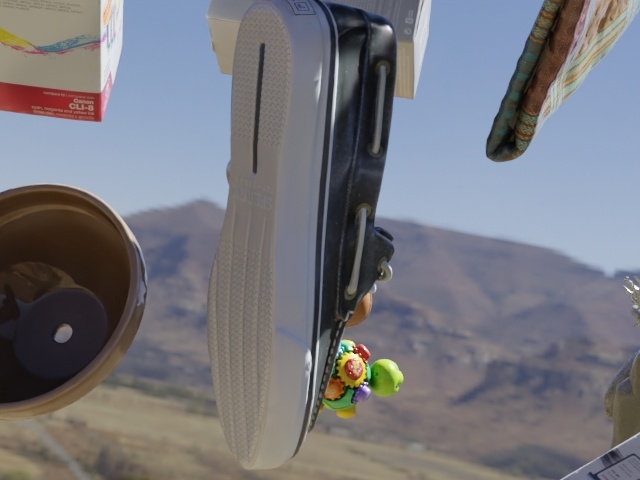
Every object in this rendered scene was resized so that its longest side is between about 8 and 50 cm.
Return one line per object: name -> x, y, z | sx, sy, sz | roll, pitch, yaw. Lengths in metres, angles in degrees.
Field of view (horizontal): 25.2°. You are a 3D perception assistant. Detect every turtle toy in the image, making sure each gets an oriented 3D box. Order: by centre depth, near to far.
turtle toy -> 0.034, 0.156, 1.664 | 0.130, 0.095, 0.066 | 11, -21, -34

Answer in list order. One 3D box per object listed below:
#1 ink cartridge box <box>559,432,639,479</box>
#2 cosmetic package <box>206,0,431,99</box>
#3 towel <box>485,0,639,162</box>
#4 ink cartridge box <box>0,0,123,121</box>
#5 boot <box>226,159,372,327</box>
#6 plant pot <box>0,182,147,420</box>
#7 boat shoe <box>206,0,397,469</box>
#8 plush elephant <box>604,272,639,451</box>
ink cartridge box -> 0.240, 0.217, 1.066 | 0.082, 0.190, 0.140 | 55, -6, 41
cosmetic package -> -0.001, -0.243, 1.615 | 0.238, 0.107, 0.127 | 12, -24, 7
towel -> 0.235, -0.233, 0.975 | 0.040, 0.271, 0.370 | 29, 42, 13
ink cartridge box -> -0.269, -0.231, 1.435 | 0.127, 0.128, 0.176 | 8, -47, 0
boot -> 0.002, 0.000, 1.741 | 0.109, 0.283, 0.220 | -33, 14, -15
plant pot -> -0.268, 0.073, 1.384 | 0.237, 0.237, 0.110 | 10, -24, 21
boat shoe -> 0.000, 0.000, 0.992 | 0.119, 0.335, 0.121 | -1, 17, -28
plush elephant -> 0.511, 0.163, 1.826 | 0.255, 0.330, 0.272 | -16, 6, -40
